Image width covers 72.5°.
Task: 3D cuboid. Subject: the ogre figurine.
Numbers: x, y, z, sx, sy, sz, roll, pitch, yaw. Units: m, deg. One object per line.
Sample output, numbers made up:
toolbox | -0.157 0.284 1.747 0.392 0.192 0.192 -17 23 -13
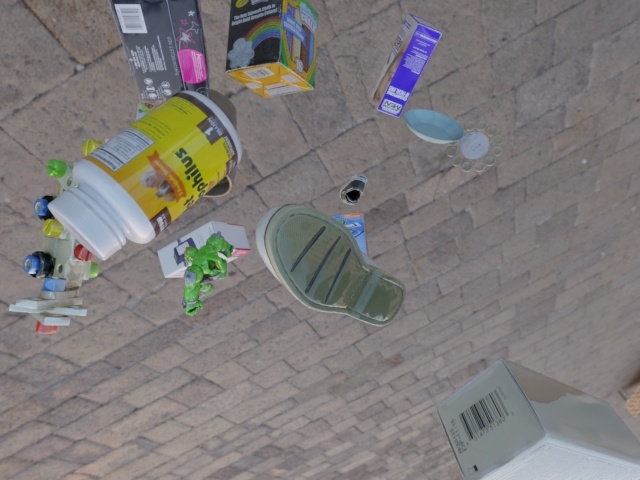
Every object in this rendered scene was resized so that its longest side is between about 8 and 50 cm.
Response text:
ogre figurine | -0.256 0.060 0.992 0.197 0.096 0.118 -42 156 -30

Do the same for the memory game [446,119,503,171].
memory game | 0.521 -0.321 1.483 0.186 0.186 0.012 -36 163 12

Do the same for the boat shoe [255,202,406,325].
boat shoe | 0.006 0.037 0.611 0.113 0.103 0.302 -56 136 -6

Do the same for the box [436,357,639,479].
box | 0.348 0.304 0.671 0.311 0.121 0.148 27 118 -29

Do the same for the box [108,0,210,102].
box | -0.331 -0.438 0.930 0.163 0.142 0.247 -5 146 -8

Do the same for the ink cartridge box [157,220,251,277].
ink cartridge box | -0.376 0.034 1.417 0.237 0.100 0.172 -25 166 22

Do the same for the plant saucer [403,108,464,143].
plant saucer | 0.346 -0.346 1.354 0.194 0.195 0.038 -6 135 -23

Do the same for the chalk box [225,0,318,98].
chalk box | -0.124 -0.564 1.177 0.180 0.289 0.179 2 175 29

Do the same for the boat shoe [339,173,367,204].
boat shoe | 0.115 -0.176 1.655 0.077 0.070 0.219 17 162 -5

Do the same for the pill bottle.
pill bottle | -0.205 -0.078 0.528 0.215 0.117 0.117 -48 148 -26

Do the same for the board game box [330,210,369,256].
board game box | 0.000 0.000 1.321 0.281 0.145 0.027 -6 -173 18

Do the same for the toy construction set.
toy construction set | -0.406 -0.008 0.743 0.214 0.328 0.151 6 162 29

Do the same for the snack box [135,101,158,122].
snack box | -0.600 -0.439 1.604 0.141 0.037 0.100 7 91 -35

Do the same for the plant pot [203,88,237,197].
plant pot | -0.413 -0.346 1.469 0.322 0.281 0.323 12 159 5

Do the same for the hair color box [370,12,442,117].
hair color box | 0.324 -0.681 1.710 0.110 0.185 0.339 14 125 -14
